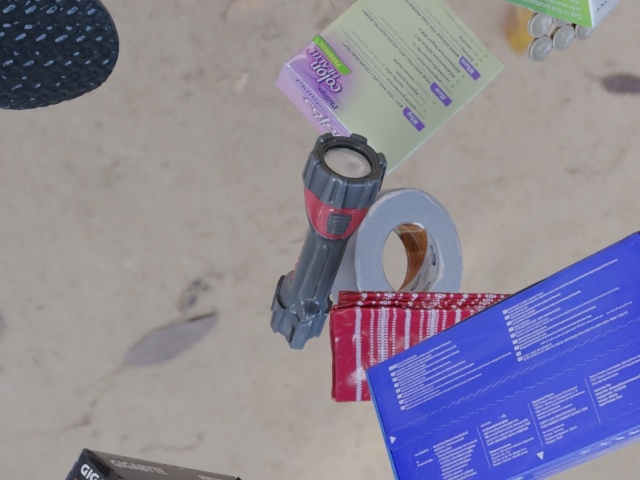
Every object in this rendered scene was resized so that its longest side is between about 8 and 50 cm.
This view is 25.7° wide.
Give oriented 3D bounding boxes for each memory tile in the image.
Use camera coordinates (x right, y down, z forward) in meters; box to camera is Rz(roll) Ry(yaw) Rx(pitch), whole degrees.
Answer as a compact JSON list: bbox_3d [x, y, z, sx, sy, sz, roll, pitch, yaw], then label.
[{"bbox_3d":[0.299,-0.299,1.743,0.113,0.012,0.148,-27,134,-20],"label":"memory tile"}]

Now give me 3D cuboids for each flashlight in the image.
[{"bbox_3d":[0.000,0.000,1.822,0.103,0.103,0.304,-31,153,-38],"label":"flashlight"}]

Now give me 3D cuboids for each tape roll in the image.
[{"bbox_3d":[0.112,0.031,2.107,0.219,0.219,0.072,15,169,-37],"label":"tape roll"}]

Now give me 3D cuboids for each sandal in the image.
[{"bbox_3d":[-0.379,-0.236,1.342,0.445,0.107,0.167,10,133,-46],"label":"sandal"}]

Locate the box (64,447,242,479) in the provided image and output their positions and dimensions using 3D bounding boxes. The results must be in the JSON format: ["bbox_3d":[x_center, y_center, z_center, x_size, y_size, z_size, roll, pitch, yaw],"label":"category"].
[{"bbox_3d":[-0.086,0.338,1.458,0.073,0.293,0.295,-56,147,4],"label":"box"}]

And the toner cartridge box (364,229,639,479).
[{"bbox_3d":[0.208,0.137,1.344,0.348,0.165,0.075,-30,155,36],"label":"toner cartridge box"}]

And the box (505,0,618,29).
[{"bbox_3d":[0.181,-0.383,1.439,0.058,0.232,0.322,-43,138,-24],"label":"box"}]

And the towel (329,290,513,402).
[{"bbox_3d":[0.146,0.136,1.706,0.274,0.031,0.199,1,136,-1],"label":"towel"}]

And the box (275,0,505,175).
[{"bbox_3d":[0.098,-0.237,2.017,0.243,0.213,0.117,-43,179,-14],"label":"box"}]
